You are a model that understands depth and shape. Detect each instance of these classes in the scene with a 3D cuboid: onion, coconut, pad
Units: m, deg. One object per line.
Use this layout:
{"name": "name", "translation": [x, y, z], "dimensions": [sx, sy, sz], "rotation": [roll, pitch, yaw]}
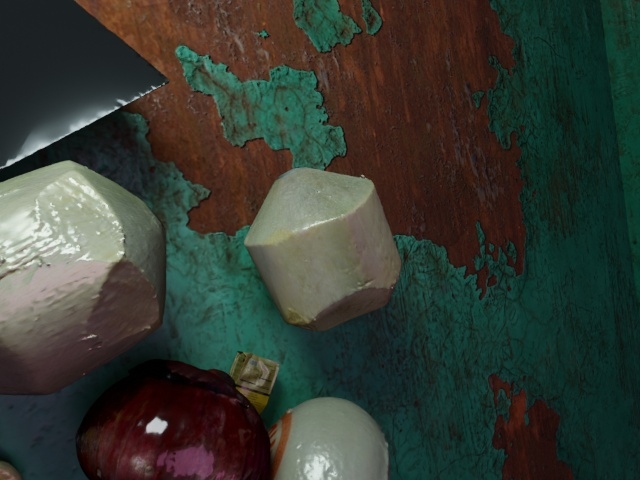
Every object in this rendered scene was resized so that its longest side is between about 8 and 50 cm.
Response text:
{"name": "onion", "translation": [-0.179, 0.256, 0.567], "dimensions": [0.246, 0.246, 0.190], "rotation": [42, 60, -25]}
{"name": "coconut", "translation": [-0.294, 0.035, 0.499], "dimensions": [0.247, 0.245, 0.244], "rotation": [-31, 105, -24]}
{"name": "coconut", "translation": [0.000, 0.000, 0.701], "dimensions": [0.239, 0.239, 0.244], "rotation": [-33, 112, -30]}
{"name": "pad", "translation": [-0.402, -0.173, 0.496], "dimensions": [0.248, 0.007, 0.367], "rotation": [42, 63, 10]}

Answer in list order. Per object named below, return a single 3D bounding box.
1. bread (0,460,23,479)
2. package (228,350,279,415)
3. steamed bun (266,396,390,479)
{"name": "bread", "translation": [-0.480, 0.279, 0.487], "dimensions": [0.251, 0.039, 0.181], "rotation": [26, 74, -30]}
{"name": "package", "translation": [-0.125, 0.253, 0.718], "dimensions": [0.071, 0.047, 0.131], "rotation": [33, 69, -31]}
{"name": "steamed bun", "translation": [-0.024, 0.372, 0.658], "dimensions": [0.177, 0.283, 0.282], "rotation": [25, 74, -5]}
